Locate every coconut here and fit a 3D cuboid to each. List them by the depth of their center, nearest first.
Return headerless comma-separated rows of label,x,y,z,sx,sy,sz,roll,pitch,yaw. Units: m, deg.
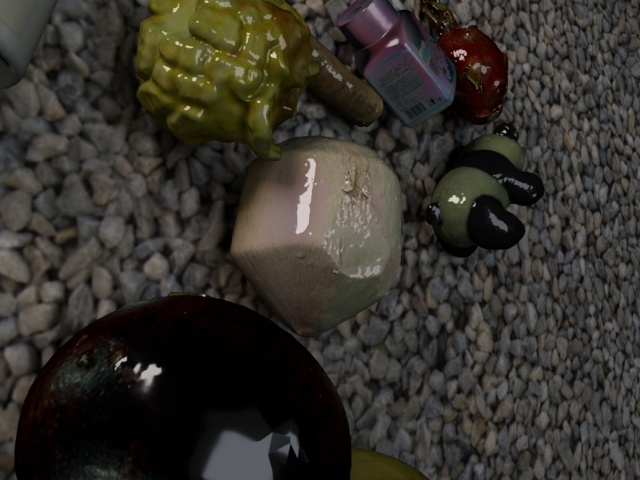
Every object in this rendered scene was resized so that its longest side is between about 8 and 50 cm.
coconut,0.000,0.000,0.906,0.224,0.224,0.233,22,57,-35

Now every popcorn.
popcorn,-0.098,-0.198,0.851,0.217,0.181,0.235,35,35,13

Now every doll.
doll,0.258,-0.077,1.180,0.135,0.144,0.234,48,57,-17

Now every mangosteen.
mangosteen,-0.123,0.191,0.722,0.330,0.330,0.329,7,79,-39

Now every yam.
yam,-0.028,-0.256,1.019,0.300,0.066,0.066,34,63,-30

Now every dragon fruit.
dragon fruit,0.225,-0.305,1.216,0.126,0.125,0.246,-19,79,-21

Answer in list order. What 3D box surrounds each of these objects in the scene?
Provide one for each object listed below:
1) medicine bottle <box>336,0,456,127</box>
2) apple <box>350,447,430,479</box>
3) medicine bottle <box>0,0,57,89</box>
medicine bottle,0.113,-0.275,1.102,0.188,0.094,0.119,45,35,-24
apple,0.057,0.396,0.876,0.258,0.233,0.294,-1,84,-37
medicine bottle,-0.316,-0.289,0.730,0.143,0.143,0.257,30,66,-33
